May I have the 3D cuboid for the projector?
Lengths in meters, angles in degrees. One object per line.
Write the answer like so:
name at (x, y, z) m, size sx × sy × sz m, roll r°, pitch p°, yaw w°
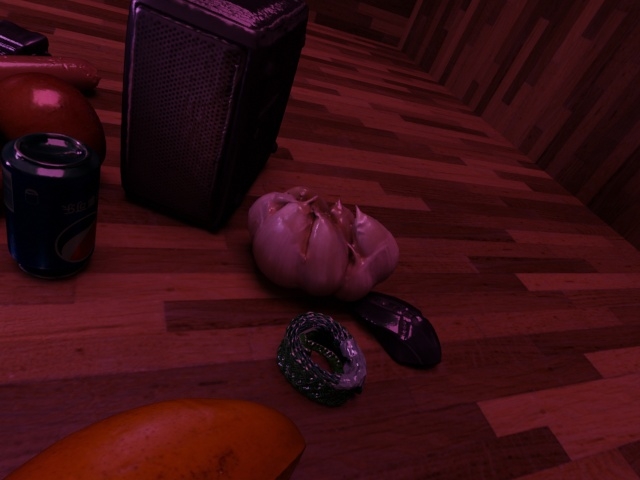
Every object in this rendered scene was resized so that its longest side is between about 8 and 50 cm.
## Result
projector at (-0.199, -0.294, 0.866) m, size 0.242 × 0.405 × 0.395 m, roll 22°, pitch 36°, yaw -2°

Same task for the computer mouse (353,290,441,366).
computer mouse at (0.146, 0.154, 0.783) m, size 0.192 × 0.062 × 0.106 m, roll 40°, pitch 39°, yaw 19°

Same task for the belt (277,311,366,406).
belt at (0.007, 0.178, 0.661) m, size 0.121 × 0.079 × 0.151 m, roll -17°, pitch 53°, yaw -42°

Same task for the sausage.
sausage at (-0.670, -0.388, 0.997) m, size 0.086 × 0.086 × 0.289 m, roll 43°, pitch 39°, yaw 24°

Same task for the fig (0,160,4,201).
fig at (-0.600, -0.108, 0.636) m, size 0.207 × 0.175 × 0.175 m, roll -27°, pitch 57°, yaw -24°

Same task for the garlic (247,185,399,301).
garlic at (-0.014, 0.007, 0.765) m, size 0.281 × 0.203 × 0.185 m, roll 33°, pitch 55°, yaw 18°

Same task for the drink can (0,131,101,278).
drink can at (-0.390, -0.047, 0.620) m, size 0.118 × 0.204 × 0.118 m, roll 17°, pitch 35°, yaw -13°

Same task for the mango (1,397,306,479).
mango at (-0.148, 0.249, 0.399) m, size 0.350 × 0.201 × 0.199 m, roll -13°, pitch 66°, yaw -50°

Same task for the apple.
apple at (-0.501, -0.197, 0.767) m, size 0.201 × 0.201 × 0.162 m, roll 36°, pitch 50°, yaw 16°

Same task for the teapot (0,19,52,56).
teapot at (-0.762, -0.476, 1.060) m, size 0.177 × 0.087 × 0.096 m, roll 22°, pitch 41°, yaw -2°
